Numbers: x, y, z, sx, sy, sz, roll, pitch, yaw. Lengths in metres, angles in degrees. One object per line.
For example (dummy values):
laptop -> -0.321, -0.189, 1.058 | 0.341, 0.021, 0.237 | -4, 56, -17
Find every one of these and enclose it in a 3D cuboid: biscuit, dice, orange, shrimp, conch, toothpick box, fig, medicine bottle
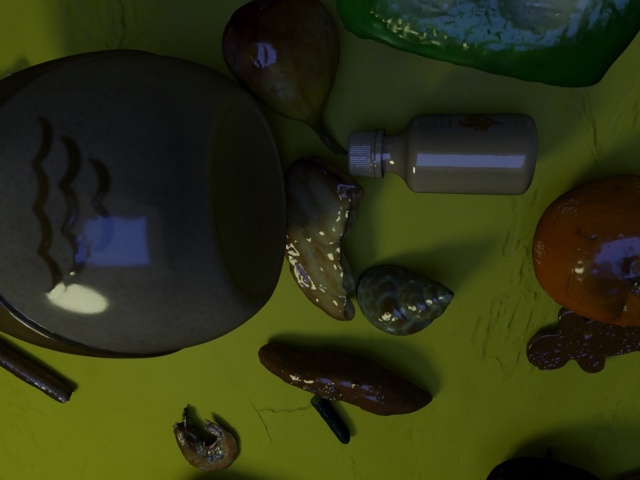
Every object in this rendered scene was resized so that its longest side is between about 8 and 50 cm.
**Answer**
biscuit -> -0.003, 0.000, 0.802 | 0.154, 0.045, 0.299 | 22, 129, 27
biscuit -> 0.447, 0.161, 0.801 | 0.205, 0.031, 0.138 | -28, 105, 23
dice -> 0.182, -0.332, 0.478 | 0.287, 0.300, 0.297 | 15, 118, 8
orange -> 0.414, 0.020, 0.664 | 0.224, 0.170, 0.223 | 5, 114, 11
shrimp -> -0.266, 0.461, 1.107 | 0.133, 0.051, 0.187 | -29, 112, 4
conch -> 0.134, 0.105, 0.811 | 0.173, 0.106, 0.116 | 16, 100, 21
toothpick box -> -0.287, -0.045, 0.673 | 0.426, 0.409, 0.408 | -2, 114, 12
fig -> -0.025, -0.220, 0.685 | 0.159, 0.159, 0.257 | -20, 129, 21
medicine bottle -> 0.166, -0.123, 0.684 | 0.253, 0.114, 0.114 | 2, 115, 12

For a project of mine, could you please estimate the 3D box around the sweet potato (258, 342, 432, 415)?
sweet potato -> 0.045, 0.261, 0.905 | 0.355, 0.106, 0.095 | 14, 84, 5

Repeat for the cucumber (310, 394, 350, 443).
cucumber -> 0.027, 0.378, 1.001 | 0.032, 0.032, 0.133 | -26, 106, 23

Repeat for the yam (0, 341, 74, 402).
yam -> -0.699, 0.300, 1.124 | 0.264, 0.046, 0.046 | 36, 117, -4

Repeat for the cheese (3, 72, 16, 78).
cheese -> -0.580, -0.236, 0.840 | 0.171, 0.047, 0.092 | -4, 115, 14

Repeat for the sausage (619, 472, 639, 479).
sausage -> 0.617, 0.465, 0.889 | 0.169, 0.065, 0.065 | -35, 103, 26

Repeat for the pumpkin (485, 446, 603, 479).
pumpkin -> 0.425, 0.493, 0.878 | 0.250, 0.216, 0.249 | 15, 149, 10
